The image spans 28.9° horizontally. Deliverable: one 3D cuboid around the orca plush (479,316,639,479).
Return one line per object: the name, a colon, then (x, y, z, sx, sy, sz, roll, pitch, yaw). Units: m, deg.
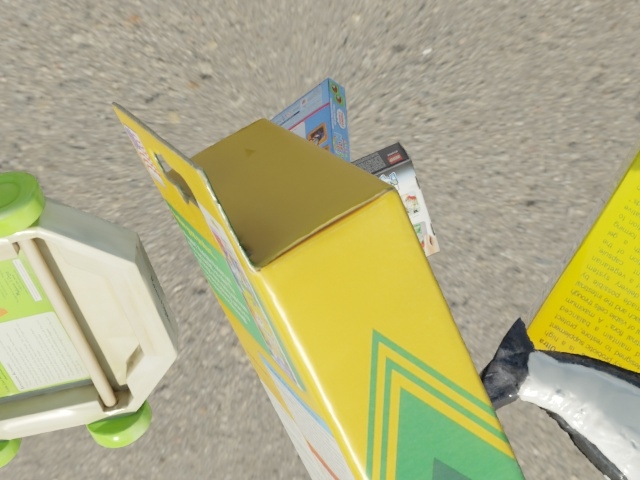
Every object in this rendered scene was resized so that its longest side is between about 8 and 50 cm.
orca plush: (0.241, 0.175, 0.949, 0.287, 0.102, 0.151, 18, 64, -5)

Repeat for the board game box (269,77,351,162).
board game box: (-0.028, -0.092, 1.646, 0.160, 0.212, 0.039, -32, 135, 33)

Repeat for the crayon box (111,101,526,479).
crayon box: (0.012, 0.060, 0.685, 0.083, 0.203, 0.323, -31, 113, -10)

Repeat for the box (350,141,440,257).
box: (0.000, 0.000, 1.151, 0.206, 0.036, 0.114, -23, 125, -3)

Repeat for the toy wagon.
toy wagon: (-0.296, 0.078, 0.995, 0.344, 0.068, 0.267, -12, 131, 6)

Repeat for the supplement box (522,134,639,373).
supplement box: (0.366, 0.004, 1.227, 0.195, 0.194, 0.357, 32, 100, 8)
